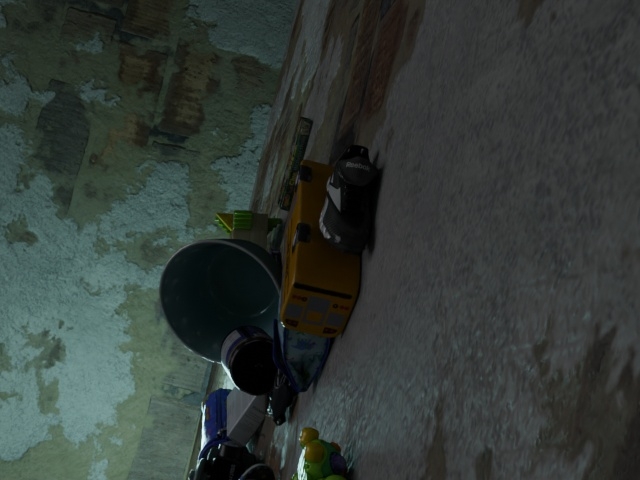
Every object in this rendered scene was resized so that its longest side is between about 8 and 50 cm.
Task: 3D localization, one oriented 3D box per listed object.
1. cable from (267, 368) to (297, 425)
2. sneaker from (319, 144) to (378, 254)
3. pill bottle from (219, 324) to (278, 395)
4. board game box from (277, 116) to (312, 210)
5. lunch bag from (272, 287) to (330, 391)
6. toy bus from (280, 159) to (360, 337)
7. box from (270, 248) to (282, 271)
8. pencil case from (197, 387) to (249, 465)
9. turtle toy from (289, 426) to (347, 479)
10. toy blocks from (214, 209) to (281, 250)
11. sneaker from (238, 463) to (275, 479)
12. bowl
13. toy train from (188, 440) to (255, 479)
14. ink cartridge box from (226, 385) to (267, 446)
[{"bbox_3d":[-0.062,0.254,1.656,0.150,0.047,0.184,-93,16,-76],"label":"cable"},{"bbox_3d":[0.048,-0.075,1.356,0.234,0.078,0.106,-86,11,-54],"label":"sneaker"},{"bbox_3d":[-0.151,0.250,1.859,0.219,0.123,0.122,-161,85,-76],"label":"pill bottle"},{"bbox_3d":[-0.074,-0.219,2.437,0.136,0.030,0.259,-128,53,-75],"label":"board game box"},{"bbox_3d":[-0.033,0.162,1.466,0.128,0.096,0.151,-94,6,-54],"label":"lunch bag"},{"bbox_3d":[0.000,0.000,1.441,0.332,0.108,0.130,-90,15,-54],"label":"toy bus"},{"bbox_3d":[-0.133,0.103,2.308,0.162,0.029,0.116,-107,32,-70],"label":"box"},{"bbox_3d":[-0.234,0.465,2.090,0.306,0.119,0.133,-109,16,-73],"label":"pencil case"},{"bbox_3d":[0.002,0.304,1.105,0.130,0.066,0.095,-128,51,-77],"label":"turtle toy"},{"bbox_3d":[-0.218,0.063,2.510,0.381,0.191,0.260,150,122,-81],"label":"toy blocks"},{"bbox_3d":[-0.144,0.512,1.609,0.086,0.085,0.237,-115,41,-68],"label":"sneaker"},{"bbox_3d":[-0.208,0.119,2.047,0.163,0.312,0.311,-50,-20,-64],"label":"bowl"},{"bbox_3d":[-0.213,0.586,1.801,0.190,0.142,0.333,87,-167,-80],"label":"toy train"},{"bbox_3d":[-0.137,0.333,1.995,0.232,0.066,0.189,-51,15,11],"label":"ink cartridge box"}]
